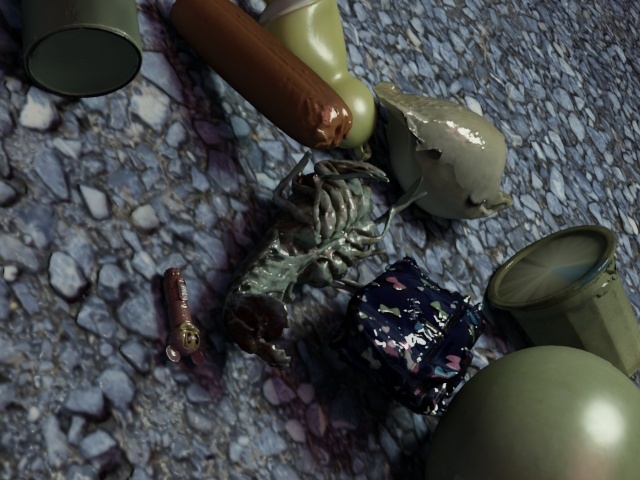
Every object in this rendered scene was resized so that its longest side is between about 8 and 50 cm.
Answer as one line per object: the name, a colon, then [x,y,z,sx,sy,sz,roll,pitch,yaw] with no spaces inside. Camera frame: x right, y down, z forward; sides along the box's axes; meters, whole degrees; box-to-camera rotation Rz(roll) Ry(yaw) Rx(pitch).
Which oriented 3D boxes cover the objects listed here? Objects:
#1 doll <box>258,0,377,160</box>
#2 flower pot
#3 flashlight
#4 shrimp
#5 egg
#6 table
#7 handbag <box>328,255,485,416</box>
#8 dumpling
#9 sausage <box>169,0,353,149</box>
doll: [-0.007,-0.243,1.568,0.141,0.117,0.296,-38,108,-58]
flower pot: [0.390,0.110,1.716,0.203,0.212,0.212,57,33,-21]
flashlight: [-0.149,0.079,1.199,0.052,0.031,0.110,15,53,-44]
shrimp: [-0.002,-0.002,1.349,0.410,0.166,0.221,-42,131,-42]
egg: [0.277,0.267,1.356,0.278,0.278,0.336,52,41,-8]
table: [-0.271,-0.282,1.248,0.126,0.126,0.220,17,51,-43]
handbag: [0.114,0.116,1.364,0.162,0.113,0.260,32,22,8]
dumpling: [0.176,-0.151,1.674,0.227,0.175,0.243,-116,-170,-53]
sausage: [-0.077,-0.218,1.412,0.289,0.086,0.086,44,32,16]
